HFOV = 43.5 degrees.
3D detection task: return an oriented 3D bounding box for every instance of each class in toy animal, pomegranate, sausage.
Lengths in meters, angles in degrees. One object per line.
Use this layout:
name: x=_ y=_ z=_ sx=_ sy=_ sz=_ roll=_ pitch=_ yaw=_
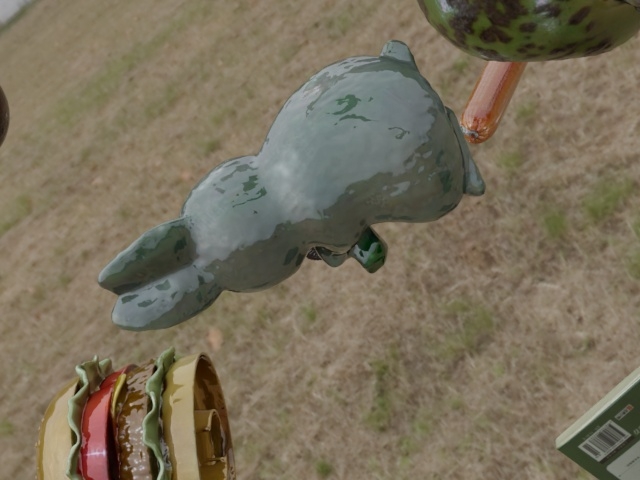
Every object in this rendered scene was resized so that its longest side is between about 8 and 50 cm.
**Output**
toy animal: x=-0.030 y=-0.025 z=0.535 sx=0.251 sy=0.127 sz=0.125 roll=-25 pitch=-18 yaw=-9
pomegranate: x=0.182 y=-0.253 z=0.626 sx=0.254 sy=0.254 sz=0.270 roll=-38 pitch=50 yaw=5
sausage: x=0.258 y=-0.242 z=1.118 sx=0.053 sy=0.053 sz=0.348 roll=-13 pitch=34 yaw=41

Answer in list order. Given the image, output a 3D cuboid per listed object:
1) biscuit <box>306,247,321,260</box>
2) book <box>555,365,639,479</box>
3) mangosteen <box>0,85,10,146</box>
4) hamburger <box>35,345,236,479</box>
biscuit: x=0.000 y=0.000 z=1.594 sx=0.087 sy=0.089 sz=0.027 roll=-33 pitch=36 yaw=6
book: x=0.437 y=0.247 z=0.912 sx=0.202 sy=0.264 sz=0.027 roll=-52 pitch=5 yaw=25
mangosteen: x=-0.426 y=-0.139 z=0.926 sx=0.140 sy=0.140 sz=0.140 roll=-30 pitch=29 yaw=19
hamburger: x=-0.225 y=0.268 z=0.964 sx=0.212 sy=0.274 sz=0.274 roll=-9 pitch=32 yaw=2
